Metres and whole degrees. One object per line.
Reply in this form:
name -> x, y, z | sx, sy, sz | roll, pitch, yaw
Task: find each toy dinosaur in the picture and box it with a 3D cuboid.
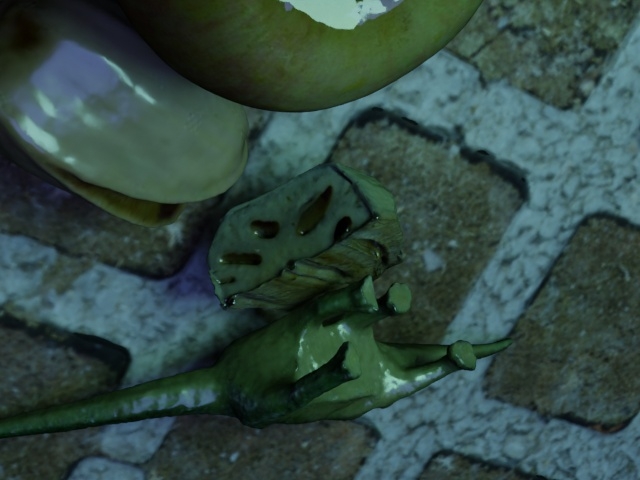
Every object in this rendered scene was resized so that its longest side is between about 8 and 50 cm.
toy dinosaur -> -0.052, 0.121, 1.138 | 0.301, 0.087, 0.447 | -29, 156, 32

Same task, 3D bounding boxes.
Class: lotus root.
lotus root -> -0.003, -0.003, 1.078 | 0.143, 0.070, 0.144 | -28, 161, 14

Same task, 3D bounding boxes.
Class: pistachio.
pistachio -> -0.138, -0.083, 0.942 | 0.130, 0.131, 0.206 | -21, 139, 40

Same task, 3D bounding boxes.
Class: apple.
apple -> -0.021, -0.213, 0.863 | 0.257, 0.234, 0.256 | -12, 124, -19
